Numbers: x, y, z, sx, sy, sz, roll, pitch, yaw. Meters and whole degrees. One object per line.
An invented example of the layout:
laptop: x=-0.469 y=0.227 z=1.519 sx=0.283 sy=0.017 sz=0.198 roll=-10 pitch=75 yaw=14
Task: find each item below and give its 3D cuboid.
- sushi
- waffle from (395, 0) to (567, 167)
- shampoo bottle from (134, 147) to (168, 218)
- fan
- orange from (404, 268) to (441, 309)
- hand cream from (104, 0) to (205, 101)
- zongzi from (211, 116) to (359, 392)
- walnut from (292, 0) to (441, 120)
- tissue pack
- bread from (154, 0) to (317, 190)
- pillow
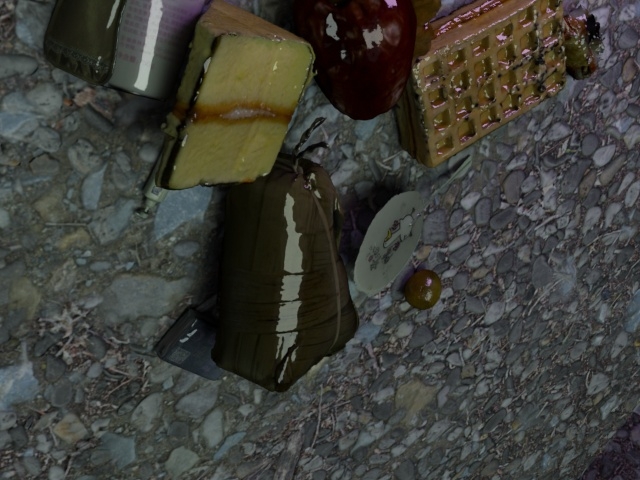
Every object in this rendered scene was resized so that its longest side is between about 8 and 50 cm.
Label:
sushi: x=0.541 y=-0.420 z=1.758 sx=0.103 sy=0.097 sz=0.226 roll=-53 pitch=137 yaw=1
waffle: x=0.312 y=-0.340 z=1.640 sx=0.376 sy=0.114 sz=0.261 roll=-31 pitch=130 yaw=-15
shampoo bottle: x=-0.271 y=-0.098 z=1.427 sx=0.049 sy=0.034 sz=0.141 roll=17 pitch=110 yaw=-48
fan: x=0.201 y=-0.050 z=1.740 sx=0.415 sy=0.012 sz=0.233 roll=-45 pitch=147 yaw=-24
orange: x=0.236 y=0.112 z=1.909 sx=0.085 sy=0.085 sz=0.095 roll=32 pitch=90 yaw=-45
hand cream: x=-0.232 y=-0.382 z=1.224 sx=0.185 sy=0.118 sz=0.359 roll=11 pitch=104 yaw=-37
zongzi: x=-0.020 y=-0.004 z=1.641 sx=0.467 sy=0.218 sz=0.500 roll=-23 pitch=121 yaw=-65
walnut: x=0.083 y=-0.352 z=1.395 sx=0.244 sy=0.222 sz=0.269 roll=-29 pitch=148 yaw=-7
tissue pack: x=-0.234 y=0.209 z=1.652 sx=0.112 sy=0.051 sz=0.156 roll=-49 pitch=135 yaw=6
bread: x=-0.134 y=-0.199 z=1.267 sx=0.198 sy=0.236 sz=0.263 roll=21 pitch=112 yaw=-2
pillow: x=-0.321 y=-0.334 z=1.176 sx=0.033 sy=0.130 sz=0.217 roll=-23 pitch=137 yaw=-65
